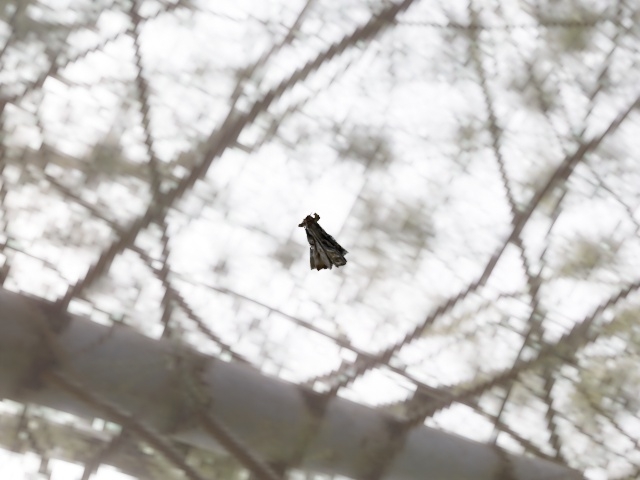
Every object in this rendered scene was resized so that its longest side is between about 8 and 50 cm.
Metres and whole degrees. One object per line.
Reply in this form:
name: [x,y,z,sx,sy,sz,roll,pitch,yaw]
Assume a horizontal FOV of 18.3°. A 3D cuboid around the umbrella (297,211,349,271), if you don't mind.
umbrella: [0.000,0.002,1.467,0.031,0.083,0.020,-16,-115,8]
